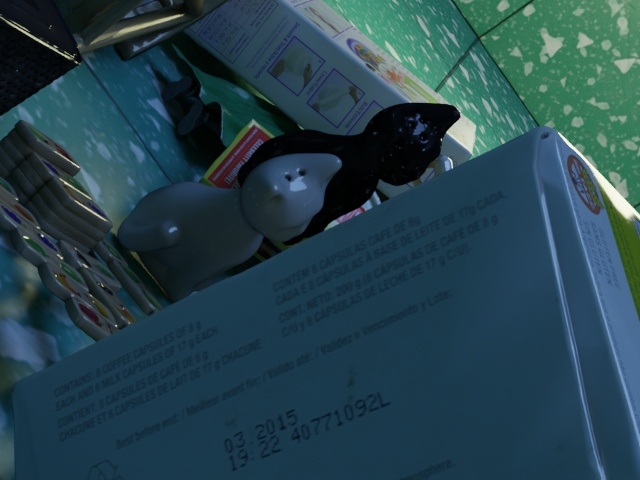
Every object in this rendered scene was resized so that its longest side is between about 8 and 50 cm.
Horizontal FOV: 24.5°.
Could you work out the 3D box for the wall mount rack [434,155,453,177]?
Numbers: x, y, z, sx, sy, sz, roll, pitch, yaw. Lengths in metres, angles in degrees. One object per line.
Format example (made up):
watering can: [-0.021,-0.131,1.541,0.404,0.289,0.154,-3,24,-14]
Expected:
wall mount rack: [0.208,0.076,1.440,0.304,0.130,0.350,47,11,18]

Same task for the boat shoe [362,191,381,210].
boat shoe: [0.042,0.070,1.386,0.091,0.114,0.303,127,-49,-62]

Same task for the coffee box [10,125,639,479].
coffee box: [0.079,0.210,0.775,0.334,0.337,0.338,33,39,-51]

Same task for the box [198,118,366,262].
box: [0.000,0.000,1.313,0.232,0.058,0.087,39,60,0]

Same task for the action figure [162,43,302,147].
action figure: [-0.060,-0.098,1.475,0.232,0.063,0.137,28,31,-49]

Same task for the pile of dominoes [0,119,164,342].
pile of dominoes: [-0.145,0.009,0.981,0.251,0.040,0.196,46,4,33]

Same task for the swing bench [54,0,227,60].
swing bench: [-0.204,-0.306,1.316,0.253,0.165,0.254,56,12,1]

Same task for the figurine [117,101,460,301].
figurine: [-0.021,-0.041,1.143,0.215,0.209,0.092,-27,93,-40]

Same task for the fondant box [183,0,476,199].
fondant box: [0.012,-0.176,1.578,0.330,0.096,0.238,38,13,-2]

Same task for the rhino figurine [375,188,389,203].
rhino figurine: [0.039,-0.011,1.569,0.106,0.073,0.243,44,23,-25]

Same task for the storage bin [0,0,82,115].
storage bin: [-0.254,-0.167,1.018,0.122,0.084,0.180,61,10,14]
